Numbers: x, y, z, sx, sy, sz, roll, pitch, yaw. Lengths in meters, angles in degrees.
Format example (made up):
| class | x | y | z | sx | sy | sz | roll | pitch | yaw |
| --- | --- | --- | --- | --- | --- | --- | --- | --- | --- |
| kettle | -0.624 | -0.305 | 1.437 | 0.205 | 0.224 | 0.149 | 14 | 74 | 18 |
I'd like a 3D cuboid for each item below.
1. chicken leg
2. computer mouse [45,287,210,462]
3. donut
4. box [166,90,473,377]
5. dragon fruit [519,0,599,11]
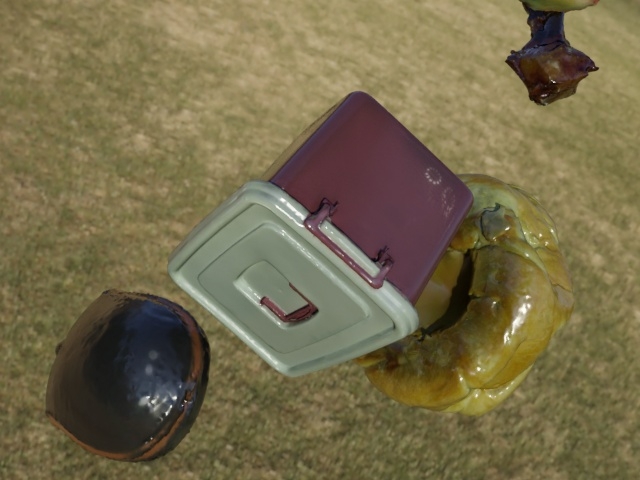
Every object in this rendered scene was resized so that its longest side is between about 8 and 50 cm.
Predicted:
| class | x | y | z | sx | sy | sz | roll | pitch | yaw |
| --- | --- | --- | --- | --- | --- | --- | --- | --- | --- |
| chicken leg | 0.242 | -0.257 | 0.975 | 0.113 | 0.093 | 0.304 | 9 | 57 | 9 |
| computer mouse | -0.235 | 0.143 | 1.044 | 0.116 | 0.182 | 0.323 | 31 | -15 | -30 |
| donut | 0.192 | 0.069 | 1.334 | 0.170 | 0.360 | 0.360 | 28 | 15 | -46 |
| box | 0.000 | 0.000 | 0.890 | 0.193 | 0.294 | 0.167 | 44 | 61 | -8 |
| dragon fruit | 0.179 | -0.269 | 0.618 | 0.291 | 0.189 | 0.290 | 5 | 50 | -6 |
